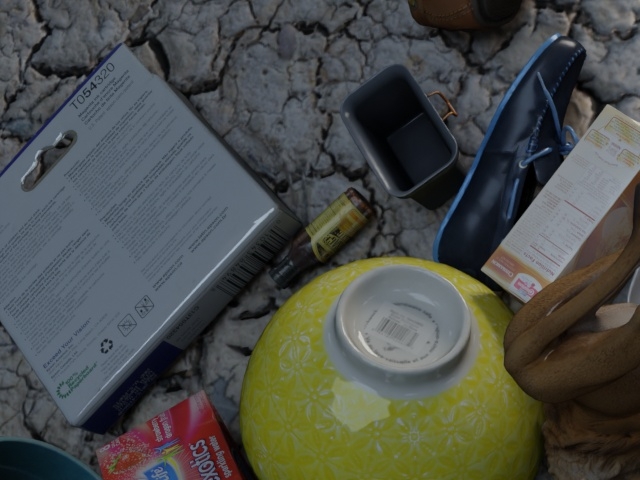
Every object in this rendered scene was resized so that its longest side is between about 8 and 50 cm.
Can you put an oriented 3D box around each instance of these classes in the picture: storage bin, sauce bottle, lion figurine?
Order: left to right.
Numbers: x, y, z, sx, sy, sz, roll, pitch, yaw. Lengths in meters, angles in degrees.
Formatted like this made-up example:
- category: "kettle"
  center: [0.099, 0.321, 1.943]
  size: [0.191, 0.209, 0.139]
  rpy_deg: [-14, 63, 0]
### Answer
- category: "sauce bottle"
  center: [0.000, 0.000, 1.390]
  size: [0.128, 0.042, 0.042]
  rpy_deg: [-44, 59, 9]
- category: "storage bin"
  center: [0.099, -0.101, 1.346]
  size: [0.098, 0.091, 0.135]
  rpy_deg: [-36, 62, 11]
- category: "lion figurine"
  center: [0.229, 0.093, 1.038]
  size: [0.240, 0.392, 0.142]
  rpy_deg: [-31, 51, 19]

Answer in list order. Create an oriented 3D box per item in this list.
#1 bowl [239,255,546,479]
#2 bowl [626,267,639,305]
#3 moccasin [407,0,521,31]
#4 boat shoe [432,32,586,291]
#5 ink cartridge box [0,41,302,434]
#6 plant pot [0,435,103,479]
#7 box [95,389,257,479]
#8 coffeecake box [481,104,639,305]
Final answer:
- category: "bowl"
  center: [0.069, 0.111, 1.177]
  size: [0.289, 0.156, 0.289]
  rpy_deg: [0, 51, 0]
- category: "bowl"
  center: [0.363, 0.035, 1.190]
  size: [0.142, 0.053, 0.142]
  rpy_deg: [26, 86, 31]
- category: "moccasin"
  center: [0.131, -0.406, 1.350]
  size: [0.147, 0.139, 0.380]
  rpy_deg: [13, 118, 41]
- category: "boat shoe"
  center: [0.205, -0.070, 1.292]
  size: [0.089, 0.109, 0.258]
  rpy_deg: [29, 103, 24]
- category: "ink cartridge box"
  center: [-0.231, -0.009, 1.492]
  size: [0.324, 0.071, 0.330]
  rpy_deg: [-46, 56, 6]
- category: "plant pot"
  center: [-0.344, 0.376, 1.315]
  size: [0.255, 0.271, 0.271]
  rpy_deg: [-39, 59, 26]
- category: "box"
  center: [-0.112, 0.267, 1.224]
  size: [0.128, 0.122, 0.257]
  rpy_deg: [-29, 27, -4]
- category: "coffeecake box"
  center: [0.247, -0.010, 1.210]
  size: [0.068, 0.142, 0.185]
  rpy_deg: [39, 92, 31]
